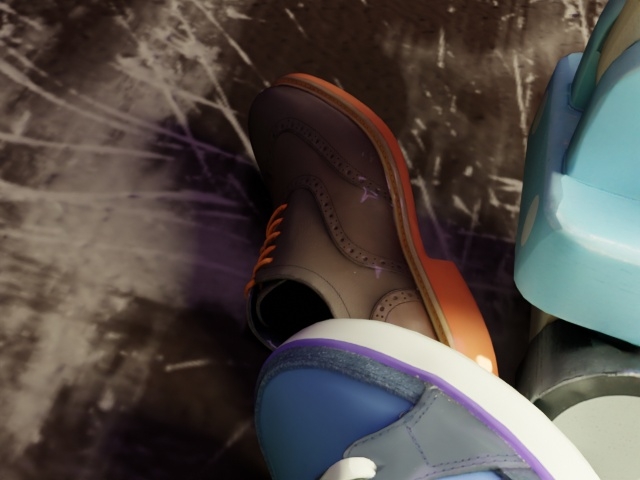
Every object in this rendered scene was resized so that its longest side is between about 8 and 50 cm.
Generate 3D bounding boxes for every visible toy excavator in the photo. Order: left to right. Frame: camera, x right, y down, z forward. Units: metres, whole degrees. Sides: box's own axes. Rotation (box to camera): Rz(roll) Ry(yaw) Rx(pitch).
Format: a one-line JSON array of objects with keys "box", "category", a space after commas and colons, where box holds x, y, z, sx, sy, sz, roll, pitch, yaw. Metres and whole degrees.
[{"box": [0.202, -0.087, 0.659, 0.432, 0.445, 0.222, 18, 36, 0], "category": "toy excavator"}]

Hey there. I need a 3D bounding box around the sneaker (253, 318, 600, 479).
[{"box": [0.021, 0.174, 0.515, 0.236, 0.130, 0.323, -18, 55, -43], "category": "sneaker"}]

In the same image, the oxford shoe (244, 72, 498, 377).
[{"box": [0.000, 0.000, 0.760, 0.098, 0.097, 0.271, -8, 44, -22], "category": "oxford shoe"}]
